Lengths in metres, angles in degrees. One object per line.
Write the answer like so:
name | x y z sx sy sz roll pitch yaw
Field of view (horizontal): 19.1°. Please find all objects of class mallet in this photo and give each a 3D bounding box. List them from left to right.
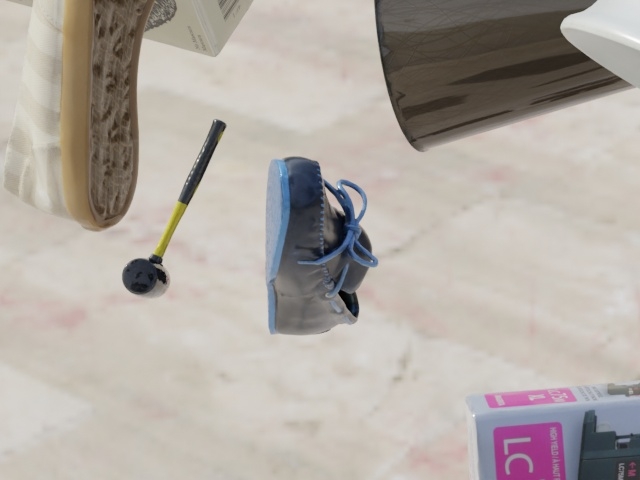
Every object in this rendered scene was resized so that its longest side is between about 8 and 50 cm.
mallet | -0.136 -0.028 1.849 0.039 0.190 0.062 25 -10 10

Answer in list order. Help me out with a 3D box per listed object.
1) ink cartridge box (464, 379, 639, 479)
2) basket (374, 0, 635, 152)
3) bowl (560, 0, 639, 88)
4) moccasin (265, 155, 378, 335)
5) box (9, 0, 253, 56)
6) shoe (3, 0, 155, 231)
ink cartridge box | 0.251 0.179 1.190 0.311 0.186 0.065 -5 7 -3
basket | 0.179 -0.190 1.620 0.227 0.204 0.154 -6 6 23
bowl | 0.306 -0.116 1.154 0.298 0.134 0.298 29 4 -2
moccasin | 0.000 0.000 2.007 0.117 0.342 0.138 0 70 -1
box | -0.201 -0.263 1.739 0.275 0.113 0.094 16 61 25
shoe | -0.115 -0.114 0.909 0.058 0.219 0.076 15 15 27
